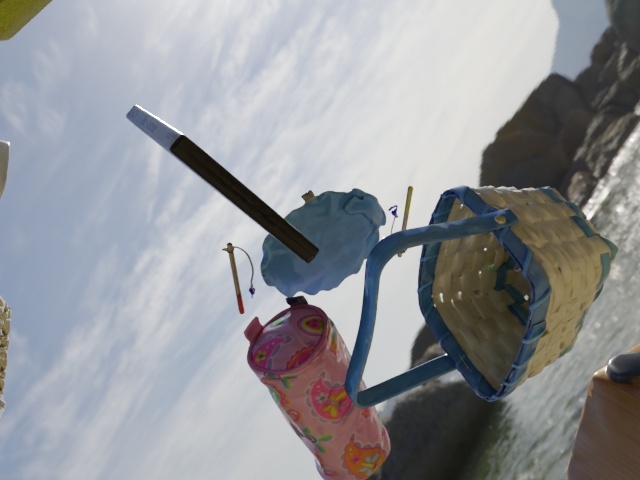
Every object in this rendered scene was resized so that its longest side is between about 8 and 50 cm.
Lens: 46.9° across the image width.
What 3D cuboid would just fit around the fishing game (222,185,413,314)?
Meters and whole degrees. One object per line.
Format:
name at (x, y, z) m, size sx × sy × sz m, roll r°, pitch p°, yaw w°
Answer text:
fishing game at (0.000, 0.000, 0.971) m, size 0.264 × 0.041 × 0.189 m, roll -21°, pitch -40°, yaw -15°

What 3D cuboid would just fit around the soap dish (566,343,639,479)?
soap dish at (0.305, 0.085, 0.376) m, size 0.290 × 0.118 × 0.229 m, roll -28°, pitch 21°, yaw -12°

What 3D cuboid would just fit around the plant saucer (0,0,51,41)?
plant saucer at (-0.358, -0.329, 0.917) m, size 0.188 × 0.188 × 0.045 m, roll -38°, pitch -51°, yaw 9°

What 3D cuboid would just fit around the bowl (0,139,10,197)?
bowl at (-0.490, -0.069, 1.028) m, size 0.053 × 0.142 × 0.142 m, roll 27°, pitch -62°, yaw -36°

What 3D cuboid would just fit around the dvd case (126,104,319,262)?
dvd case at (-0.113, -0.067, 0.787) m, size 0.022 × 0.180 × 0.253 m, roll -51°, pitch 28°, yaw -3°

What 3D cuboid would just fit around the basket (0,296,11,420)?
basket at (-0.309, 0.076, 0.552) m, size 0.167 × 0.113 × 0.103 m, roll 106°, pitch 164°, yaw -65°

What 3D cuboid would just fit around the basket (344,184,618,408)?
basket at (0.167, 0.070, 0.843) m, size 0.288 × 0.201 × 0.255 m, roll -17°, pitch -42°, yaw -26°

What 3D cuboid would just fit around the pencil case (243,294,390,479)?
pencil case at (0.000, 0.210, 0.990) m, size 0.124 × 0.124 × 0.284 m, roll -50°, pitch -47°, yaw -27°
